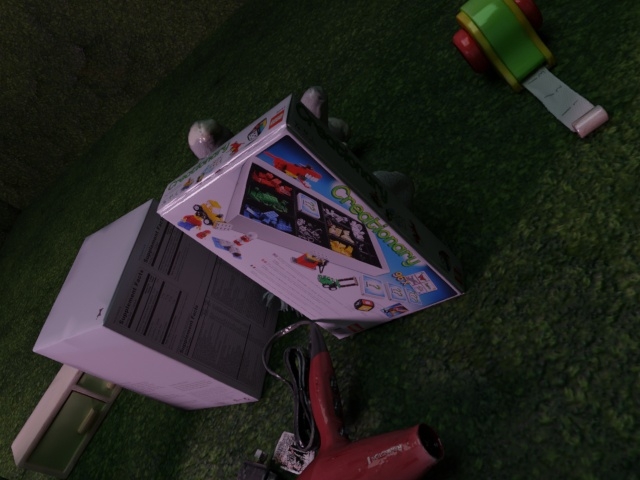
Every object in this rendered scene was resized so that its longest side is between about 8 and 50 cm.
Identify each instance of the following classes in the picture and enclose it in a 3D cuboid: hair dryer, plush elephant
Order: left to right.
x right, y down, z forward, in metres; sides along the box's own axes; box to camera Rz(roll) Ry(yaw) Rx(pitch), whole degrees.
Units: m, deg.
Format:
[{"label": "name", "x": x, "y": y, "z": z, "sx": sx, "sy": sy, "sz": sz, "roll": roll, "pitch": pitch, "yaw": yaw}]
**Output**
[{"label": "plush elephant", "x": -0.026, "y": -0.080, "z": 0.740, "sx": 0.255, "sy": 0.271, "sz": 0.330, "roll": 137, "pitch": 130, "yaw": -61}, {"label": "hair dryer", "x": 0.002, "y": 0.205, "z": 0.586, "sx": 0.293, "sy": 0.080, "sz": 0.224, "roll": 1, "pitch": 77, "yaw": 47}]

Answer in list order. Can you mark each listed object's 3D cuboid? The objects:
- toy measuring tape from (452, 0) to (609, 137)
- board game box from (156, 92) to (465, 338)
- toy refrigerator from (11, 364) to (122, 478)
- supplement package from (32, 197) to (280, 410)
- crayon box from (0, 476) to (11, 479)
[{"label": "toy measuring tape", "x": 0.254, "y": -0.254, "z": 0.705, "sx": 0.121, "sy": 0.121, "sz": 0.330, "roll": -38, "pitch": 37, "yaw": 20}, {"label": "board game box", "x": 0.000, "y": 0.000, "z": 0.606, "sx": 0.192, "sy": 0.305, "sz": 0.053, "roll": -26, "pitch": 40, "yaw": 32}, {"label": "toy refrigerator", "x": -0.479, "y": 0.317, "z": 1.065, "sx": 0.094, "sy": 0.102, "sz": 0.270, "roll": 14, "pitch": 71, "yaw": 54}, {"label": "supplement package", "x": -0.228, "y": 0.112, "z": 0.809, "sx": 0.199, "sy": 0.262, "sz": 0.198, "roll": -20, "pitch": 46, "yaw": 37}, {"label": "crayon box", "x": -0.446, "y": 0.439, "z": 0.726, "sx": 0.081, "sy": 0.318, "sz": 0.202, "roll": -31, "pitch": 35, "yaw": 66}]
